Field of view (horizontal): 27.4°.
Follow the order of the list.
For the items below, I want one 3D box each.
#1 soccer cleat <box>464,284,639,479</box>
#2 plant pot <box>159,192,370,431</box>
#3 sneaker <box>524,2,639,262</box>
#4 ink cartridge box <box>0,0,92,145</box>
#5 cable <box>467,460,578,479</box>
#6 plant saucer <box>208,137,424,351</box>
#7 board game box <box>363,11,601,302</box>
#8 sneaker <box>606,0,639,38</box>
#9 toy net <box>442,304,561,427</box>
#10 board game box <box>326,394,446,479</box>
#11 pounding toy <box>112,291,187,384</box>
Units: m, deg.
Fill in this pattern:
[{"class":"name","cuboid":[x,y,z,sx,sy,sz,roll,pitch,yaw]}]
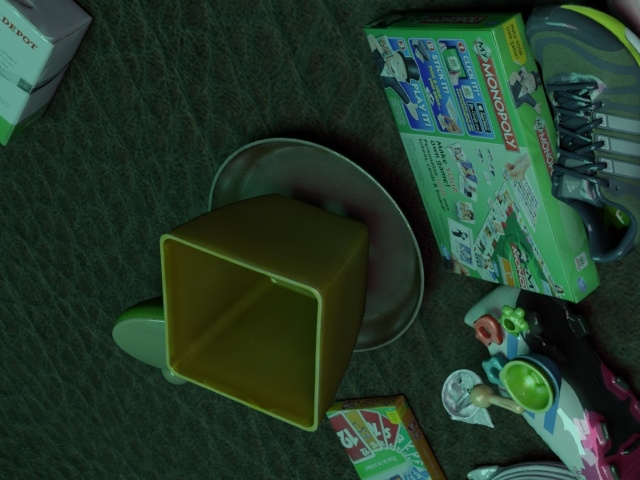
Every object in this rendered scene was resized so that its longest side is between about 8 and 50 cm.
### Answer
[{"class":"soccer cleat","cuboid":[0.291,0.189,1.557,0.143,0.116,0.331,-16,107,55]},{"class":"plant pot","cuboid":[-0.048,0.063,1.570,0.212,0.187,0.212,20,129,23]},{"class":"sneaker","cuboid":[0.275,-0.102,1.295,0.111,0.121,0.300,4,136,46]},{"class":"ink cartridge box","cuboid":[-0.416,-0.259,1.733,0.160,0.092,0.219,43,135,1]},{"class":"cable","cuboid":[0.312,0.397,1.690,0.257,0.089,0.257,-25,104,43]},{"class":"plant saucer","cuboid":[0.000,0.000,1.656,0.311,0.050,0.310,19,130,24]},{"class":"board game box","cuboid":[0.173,-0.093,1.421,0.213,0.046,0.317,13,130,53]},{"class":"sneaker","cuboid":[0.343,-0.205,1.267,0.134,0.051,0.070,50,140,1]},{"class":"toy net","cuboid":[0.188,0.160,1.509,0.122,0.045,0.232,51,146,3]},{"class":"board game box","cuboid":[0.115,0.331,1.824,0.124,0.039,0.259,-11,116,40]},{"class":"pounding toy","cuboid":[-0.179,0.117,1.848,0.183,0.110,0.237,1,151,22]}]
